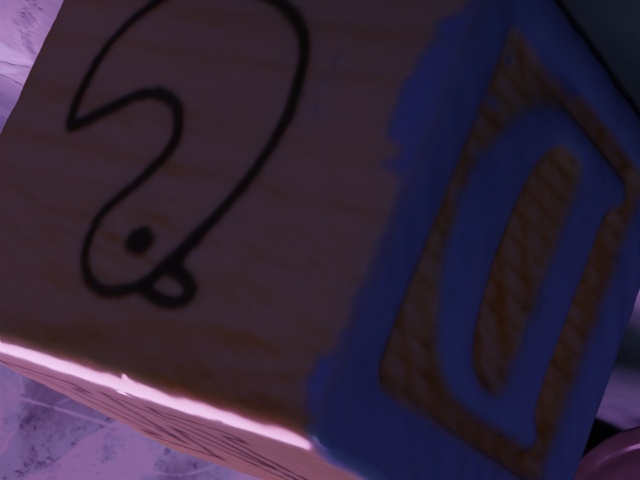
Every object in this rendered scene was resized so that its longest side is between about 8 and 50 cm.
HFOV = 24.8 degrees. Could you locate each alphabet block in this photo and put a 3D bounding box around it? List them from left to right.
[{"bbox_3d":[0.000,0.000,0.591,0.197,0.192,0.193,11,161,36],"label":"alphabet block"}]

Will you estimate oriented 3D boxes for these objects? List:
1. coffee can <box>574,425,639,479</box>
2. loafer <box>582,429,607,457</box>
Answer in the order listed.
[{"bbox_3d":[0.334,0.290,1.181,0.275,0.201,0.201,32,164,-36],"label":"coffee can"},{"bbox_3d":[0.267,0.208,1.283,0.078,0.080,0.220,-31,133,33],"label":"loafer"}]
